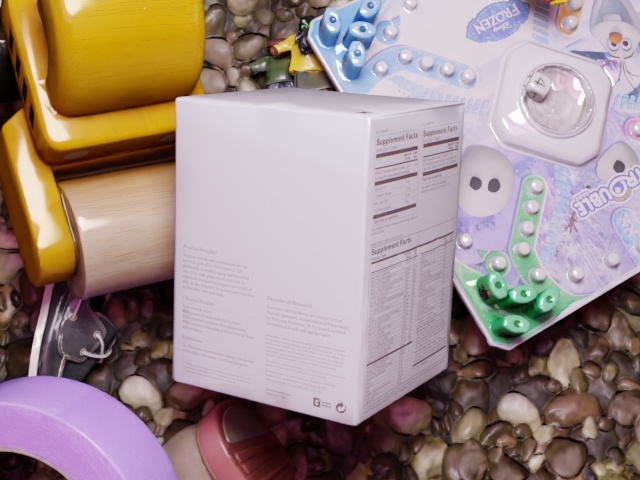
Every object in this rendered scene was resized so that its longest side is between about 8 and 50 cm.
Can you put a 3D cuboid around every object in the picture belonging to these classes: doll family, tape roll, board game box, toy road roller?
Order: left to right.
[{"bbox_3d":[-0.272,0.274,1.070,0.274,0.090,0.275,2,100,14],"label":"tape roll"},{"bbox_3d":[-0.194,-0.128,1.045,0.202,0.240,0.330,-14,82,-25],"label":"toy road roller"},{"bbox_3d":[0.022,-0.195,1.187,0.193,0.076,0.111,-2,73,-6],"label":"doll family"},{"bbox_3d":[0.245,-0.146,1.149,0.390,0.050,0.390,-28,83,-15],"label":"board game box"}]

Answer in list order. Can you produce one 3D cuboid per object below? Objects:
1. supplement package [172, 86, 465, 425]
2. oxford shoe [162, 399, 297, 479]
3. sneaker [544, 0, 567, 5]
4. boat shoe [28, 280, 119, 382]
[{"bbox_3d":[0.000,0.000,1.029,0.199,0.198,0.263,9,104,29],"label":"supplement package"},{"bbox_3d":[-0.048,0.334,1.113,0.130,0.123,0.348,-32,83,23],"label":"oxford shoe"},{"bbox_3d":[0.254,-0.318,1.143,0.067,0.064,0.175,31,76,-24],"label":"sneaker"},{"bbox_3d":[-0.250,0.097,1.145,0.079,0.084,0.233,9,80,3],"label":"boat shoe"}]
